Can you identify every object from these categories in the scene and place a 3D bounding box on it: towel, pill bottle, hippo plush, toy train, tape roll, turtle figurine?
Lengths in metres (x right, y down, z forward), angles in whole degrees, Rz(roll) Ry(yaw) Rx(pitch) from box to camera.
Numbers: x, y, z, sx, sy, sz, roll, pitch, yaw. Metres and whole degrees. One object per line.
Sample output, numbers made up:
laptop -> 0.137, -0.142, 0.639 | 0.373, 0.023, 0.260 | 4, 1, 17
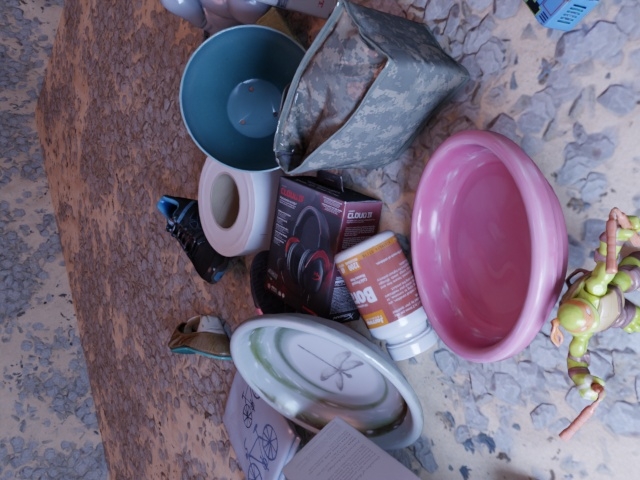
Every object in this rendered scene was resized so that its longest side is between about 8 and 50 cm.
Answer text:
towel -> -0.090, -0.438, 1.136 | 0.110, 0.027, 0.148 | -18, 112, 47
pill bottle -> 0.122, 0.099, 0.908 | 0.121, 0.121, 0.216 | -28, 87, 47
hippo plush -> -0.222, -0.569, 1.162 | 0.237, 0.234, 0.294 | 14, 104, 48
toy train -> 0.315, -0.381, 0.686 | 0.105, 0.080, 0.184 | -46, 60, 48
tape roll -> -0.205, -0.100, 1.296 | 0.286, 0.100, 0.286 | 6, 98, 48
turtle figurine -> 0.334, 0.089, 0.605 | 0.087, 0.217, 0.269 | 15, 105, 47

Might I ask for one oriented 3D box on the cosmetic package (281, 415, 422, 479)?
cosmetic package -> 0.110, 0.469, 0.820 | 0.217, 0.156, 0.385 | 57, 159, -17

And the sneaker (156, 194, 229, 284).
sneaker -> -0.366, -0.006, 1.417 | 0.125, 0.140, 0.341 | -53, 47, 15

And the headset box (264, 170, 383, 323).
headset box -> 0.000, 0.000, 1.061 | 0.218, 0.110, 0.293 | 28, 114, 45

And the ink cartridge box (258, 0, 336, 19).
ink cartridge box -> -0.091, -0.576, 0.971 | 0.121, 0.289, 0.211 | 47, 127, 39

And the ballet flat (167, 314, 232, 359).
ballet flat -> -0.358, 0.288, 1.524 | 0.342, 0.116, 0.124 | -12, 66, 53

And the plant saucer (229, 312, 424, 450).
plant saucer -> 0.017, 0.258, 0.989 | 0.401, 0.100, 0.400 | 17, 138, 16

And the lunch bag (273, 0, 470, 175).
lunch bag -> 0.067, -0.230, 0.865 | 0.287, 0.235, 0.169 | -50, 64, 39

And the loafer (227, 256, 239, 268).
loafer -> -0.274, 0.057, 1.444 | 0.125, 0.039, 0.045 | 2, 129, 52

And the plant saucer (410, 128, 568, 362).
plant saucer -> 0.239, 0.007, 0.738 | 0.332, 0.084, 0.332 | 177, 90, -73

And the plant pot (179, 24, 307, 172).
plant pot -> -0.144, -0.299, 1.108 | 0.195, 0.290, 0.290 | -115, 28, -79

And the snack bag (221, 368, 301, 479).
snack bag -> -0.174, 0.499, 1.353 | 0.342, 0.037, 0.323 | 48, 129, 46

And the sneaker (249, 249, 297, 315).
sneaker -> -0.110, 0.186, 1.212 | 0.131, 0.112, 0.318 | 131, 127, -58
